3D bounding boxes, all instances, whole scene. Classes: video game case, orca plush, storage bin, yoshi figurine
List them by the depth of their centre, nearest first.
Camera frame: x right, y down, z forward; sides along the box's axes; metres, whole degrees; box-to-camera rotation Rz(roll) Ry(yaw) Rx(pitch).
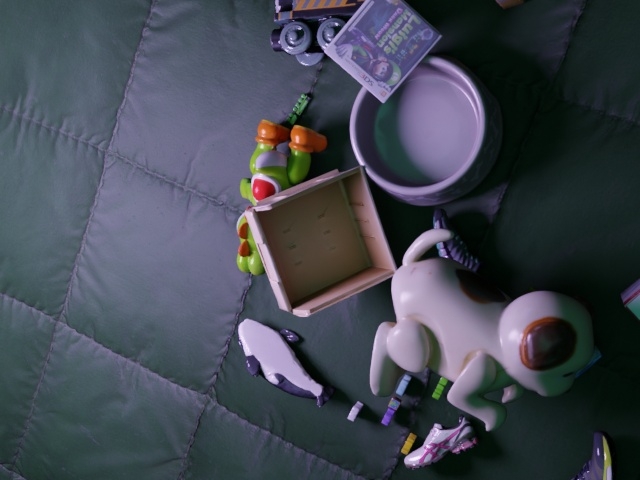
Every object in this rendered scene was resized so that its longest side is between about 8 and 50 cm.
[{"bbox_3d":[0.134,-0.421,1.802,0.173,0.022,0.190,39,103,-10],"label":"video game case"},{"bbox_3d":[0.000,0.000,1.894,0.260,0.123,0.262,-24,103,-21],"label":"storage bin"},{"bbox_3d":[-0.099,-0.090,2.012,0.203,0.203,0.362,16,89,-20],"label":"yoshi figurine"},{"bbox_3d":[-0.093,0.310,2.094,0.287,0.102,0.151,27,60,4],"label":"orca plush"}]

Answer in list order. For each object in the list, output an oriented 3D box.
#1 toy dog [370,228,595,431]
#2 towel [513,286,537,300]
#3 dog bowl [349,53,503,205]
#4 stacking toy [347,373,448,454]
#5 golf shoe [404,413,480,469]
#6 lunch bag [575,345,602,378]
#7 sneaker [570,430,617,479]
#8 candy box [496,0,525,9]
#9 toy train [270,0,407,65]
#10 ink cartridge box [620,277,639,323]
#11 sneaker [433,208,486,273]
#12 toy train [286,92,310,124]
[{"bbox_3d":[0.356,0.183,1.736,0.408,0.285,0.395,10,99,32],"label":"toy dog"},{"bbox_3d":[0.403,0.206,1.878,0.237,0.021,0.102,-42,48,30],"label":"towel"},{"bbox_3d":[0.223,-0.250,1.871,0.349,0.102,0.348,0,89,19],"label":"dog bowl"},{"bbox_3d":[0.184,0.378,2.010,0.167,0.052,0.221,29,103,12],"label":"stacking toy"},{"bbox_3d":[0.276,0.474,1.981,0.186,0.067,0.086,-27,79,10],"label":"golf shoe"},{"bbox_3d":[0.517,0.248,1.852,0.151,0.096,0.129,-44,82,8],"label":"lunch bag"},{"bbox_3d":[0.578,0.561,1.865,0.121,0.111,0.299,13,99,21],"label":"sneaker"},{"bbox_3d":[0.380,-0.551,1.754,0.053,0.187,0.109,-14,92,19],"label":"candy box"},{"bbox_3d":[0.046,-0.507,1.911,0.334,0.142,0.190,0,85,20],"label":"toy train"},{"bbox_3d":[0.691,0.147,1.738,0.072,0.175,0.127,-44,82,16],"label":"ink cartridge box"},{"bbox_3d":[0.319,0.028,1.912,0.098,0.083,0.223,-12,103,10],"label":"sneaker"},{"bbox_3d":[-0.052,-0.314,2.022,0.024,0.017,0.083,35,106,2],"label":"toy train"}]
